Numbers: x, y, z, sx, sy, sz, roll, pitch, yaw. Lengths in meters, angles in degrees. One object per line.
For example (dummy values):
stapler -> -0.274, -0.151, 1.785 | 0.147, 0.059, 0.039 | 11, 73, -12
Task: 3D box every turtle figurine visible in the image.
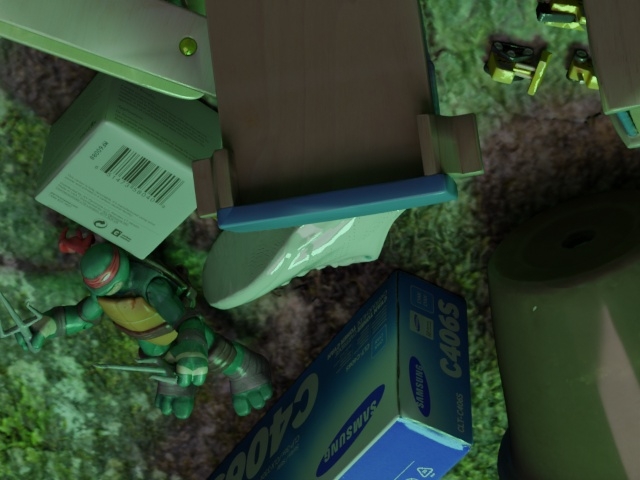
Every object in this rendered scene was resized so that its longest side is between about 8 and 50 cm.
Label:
turtle figurine -> -0.143, 0.070, 1.285 | 0.175, 0.118, 0.234 | 12, 159, 38

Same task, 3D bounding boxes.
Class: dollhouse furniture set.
dollhouse furniture set -> 0.060, -0.160, 0.997 | 0.303, 0.286, 0.198 | -10, 174, 13

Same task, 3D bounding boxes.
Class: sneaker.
sneaker -> 0.000, 0.000, 1.253 | 0.212, 0.080, 0.094 | -36, 135, 29

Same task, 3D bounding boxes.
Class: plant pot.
plant pot -> 0.237, 0.090, 1.238 | 0.263, 0.263, 0.229 | -17, 112, 17

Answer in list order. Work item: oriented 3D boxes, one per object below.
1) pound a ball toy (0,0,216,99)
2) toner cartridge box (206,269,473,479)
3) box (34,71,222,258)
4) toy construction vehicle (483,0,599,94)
pound a ball toy -> -0.193, -0.199, 1.036 | 0.319, 0.208, 0.136 | 18, 89, -26
toner cartridge box -> 0.001, 0.197, 1.372 | 0.075, 0.165, 0.348 | 24, 129, -20
box -> -0.141, -0.062, 1.182 | 0.101, 0.087, 0.102 | 31, 128, -25
toy construction vehicle -> 0.176, -0.136, 1.140 | 0.098, 0.035, 0.086 | 12, 133, -10
